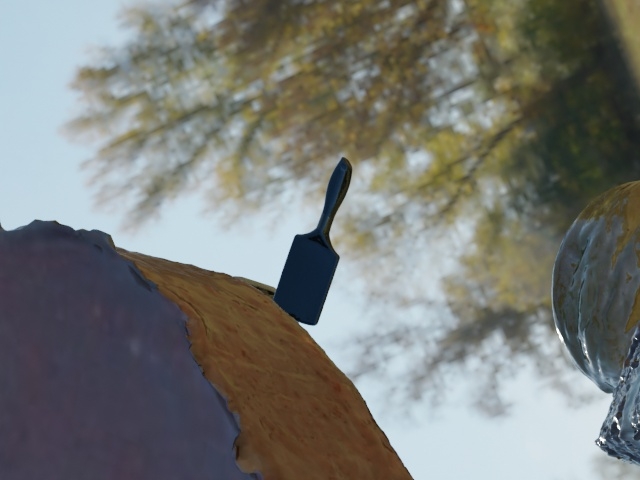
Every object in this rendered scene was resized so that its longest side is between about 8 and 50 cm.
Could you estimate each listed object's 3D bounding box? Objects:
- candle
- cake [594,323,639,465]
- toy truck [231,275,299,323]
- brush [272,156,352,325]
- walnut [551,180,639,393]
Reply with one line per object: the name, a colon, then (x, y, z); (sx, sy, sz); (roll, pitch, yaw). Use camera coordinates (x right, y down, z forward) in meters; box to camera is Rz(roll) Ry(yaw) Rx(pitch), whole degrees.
candle: (-0.049, 0.162, 0.474); (0.131, 0.287, 0.317); (12, -91, -55)
cake: (0.269, 0.100, 0.950); (0.147, 0.135, 0.134); (102, -167, -76)
toy truck: (-0.156, 0.152, 1.933); (0.124, 0.268, 0.155); (21, -144, -51)
brush: (0.000, 0.000, 1.592); (0.063, 0.193, 0.016); (26, -162, 23)
walnut: (0.376, 0.054, 1.664); (0.225, 0.261, 0.225); (23, 178, 1)
